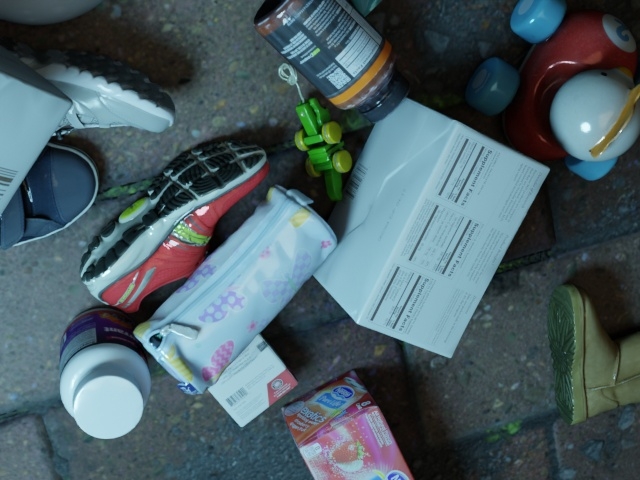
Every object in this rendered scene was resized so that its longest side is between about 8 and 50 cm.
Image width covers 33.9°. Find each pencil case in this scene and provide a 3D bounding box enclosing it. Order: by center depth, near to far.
[{"bbox_3d":[-0.104,0.057,1.291,0.273,0.113,0.124,-46,141,-10],"label":"pencil case"}]

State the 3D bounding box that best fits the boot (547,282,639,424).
[{"bbox_3d":[0.469,0.139,1.521,0.270,0.089,0.236,-13,120,-10],"label":"boot"}]

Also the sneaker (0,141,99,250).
[{"bbox_3d":[-0.416,-0.035,1.224,0.321,0.127,0.126,-12,108,-12],"label":"sneaker"}]

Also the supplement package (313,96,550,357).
[{"bbox_3d":[0.125,-0.025,1.313,0.145,0.204,0.261,23,100,-24],"label":"supplement package"}]

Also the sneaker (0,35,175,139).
[{"bbox_3d":[-0.311,-0.164,1.234,0.281,0.105,0.115,13,111,-6],"label":"sneaker"}]

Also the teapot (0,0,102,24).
[{"bbox_3d":[-0.306,-0.345,1.123,0.256,0.187,0.252,-45,112,1],"label":"teapot"}]

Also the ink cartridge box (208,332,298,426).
[{"bbox_3d":[-0.111,0.163,1.394,0.099,0.056,0.135,-37,111,-2],"label":"ink cartridge box"}]

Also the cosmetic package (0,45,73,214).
[{"bbox_3d":[-0.528,-0.129,0.975,0.394,0.327,0.329,34,96,15],"label":"cosmetic package"}]

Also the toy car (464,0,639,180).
[{"bbox_3d":[0.343,-0.180,1.306,0.219,0.238,0.210,29,98,-20],"label":"toy car"}]

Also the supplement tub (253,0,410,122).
[{"bbox_3d":[0.020,-0.233,1.282,0.198,0.106,0.106,42,93,-22],"label":"supplement tub"}]

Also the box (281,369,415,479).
[{"bbox_3d":[0.060,0.328,1.449,0.123,0.128,0.256,-27,110,-4],"label":"box"}]

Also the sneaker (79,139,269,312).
[{"bbox_3d":[-0.171,-0.017,1.319,0.279,0.107,0.118,-38,130,3],"label":"sneaker"}]

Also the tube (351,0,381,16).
[{"bbox_3d":[0.019,-0.373,1.273,0.080,0.052,0.207,-41,118,6],"label":"tube"}]

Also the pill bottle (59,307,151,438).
[{"bbox_3d":[-0.264,0.163,1.283,0.108,0.193,0.108,-4,108,-13],"label":"pill bottle"}]

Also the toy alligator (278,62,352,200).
[{"bbox_3d":[0.000,-0.144,1.337,0.051,0.056,0.189,-39,113,-48],"label":"toy alligator"}]
